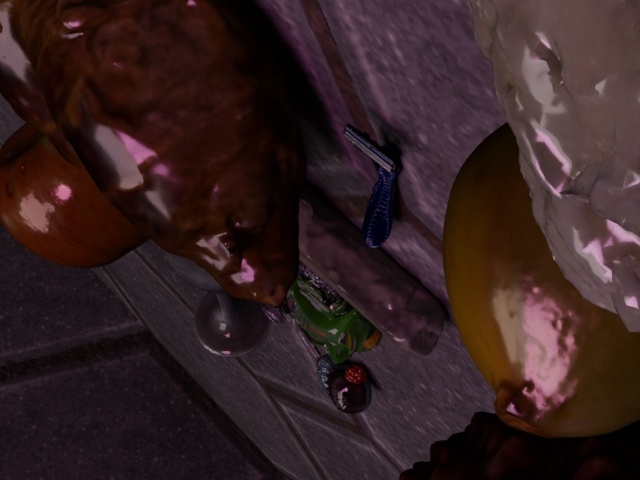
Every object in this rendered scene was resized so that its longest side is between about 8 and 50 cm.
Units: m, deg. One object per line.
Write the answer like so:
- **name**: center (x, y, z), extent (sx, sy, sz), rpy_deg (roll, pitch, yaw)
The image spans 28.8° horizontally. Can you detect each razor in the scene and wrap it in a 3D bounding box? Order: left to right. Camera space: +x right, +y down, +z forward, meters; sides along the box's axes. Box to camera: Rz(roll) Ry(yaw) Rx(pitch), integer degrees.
- **razor**: center (0.042, -0.035, 0.864), extent (0.044, 0.028, 0.155), rpy_deg (39, 163, 18)

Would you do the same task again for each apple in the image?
- **apple**: center (-0.258, -0.062, 1.377), extent (0.196, 0.196, 0.196), rpy_deg (45, 166, 15)

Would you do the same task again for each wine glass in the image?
- **wine glass**: center (-0.190, 0.072, 1.378), extent (0.096, 0.264, 0.309), rpy_deg (60, 171, 23)

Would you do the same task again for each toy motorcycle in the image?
- **toy motorcycle**: center (0.009, 0.068, 1.175), extent (0.106, 0.074, 0.190), rpy_deg (39, 165, 3)

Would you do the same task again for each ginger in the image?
- **ginger**: center (-0.134, -0.099, 0.926), extent (0.357, 0.152, 0.274), rpy_deg (41, 155, 29)

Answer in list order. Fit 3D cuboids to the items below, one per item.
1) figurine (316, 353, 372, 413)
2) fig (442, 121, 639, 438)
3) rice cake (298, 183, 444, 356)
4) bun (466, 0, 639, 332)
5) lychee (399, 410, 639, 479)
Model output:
- **figurine**: center (0.025, 0.155, 1.401), extent (0.106, 0.047, 0.060), rpy_deg (-145, 54, -66)
- **fig**: center (0.120, 0.013, 0.584), extent (0.136, 0.120, 0.153), rpy_deg (85, 167, -59)
- **rice cake**: center (0.000, 0.000, 1.028), extent (0.256, 0.052, 0.057), rpy_deg (42, -162, 26)
- **bun**: center (0.128, -0.041, 0.391), extent (0.212, 0.126, 0.204), rpy_deg (39, 161, 36)
- **lychee**: center (0.155, 0.219, 0.658), extent (0.306, 0.330, 0.306), rpy_deg (166, 90, -85)
